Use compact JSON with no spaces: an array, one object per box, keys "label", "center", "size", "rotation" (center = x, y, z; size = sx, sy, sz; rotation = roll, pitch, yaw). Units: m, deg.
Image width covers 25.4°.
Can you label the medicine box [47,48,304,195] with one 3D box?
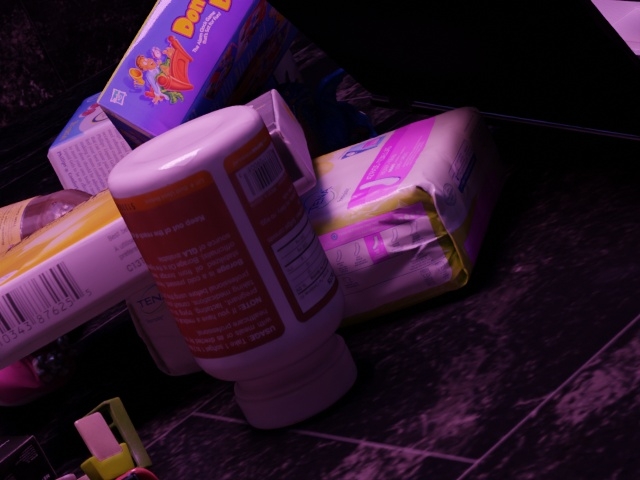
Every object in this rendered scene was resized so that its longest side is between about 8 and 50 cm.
[{"label":"medicine box","center":[-0.164,-0.139,1.789],"size":[0.289,0.149,0.263],"rotation":[-23,17,8]}]

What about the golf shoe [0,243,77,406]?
[{"label":"golf shoe","center":[-0.312,0.107,1.369],"size":[0.140,0.115,0.306],"rotation":[-40,14,5]}]

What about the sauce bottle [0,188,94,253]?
[{"label":"sauce bottle","center":[-0.321,0.003,1.650],"size":[0.344,0.111,0.111],"rotation":[-15,19,33]}]

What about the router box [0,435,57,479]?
[{"label":"router box","center":[-0.310,0.218,1.096],"size":[0.133,0.046,0.179],"rotation":[-8,23,45]}]

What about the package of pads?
[{"label":"package of pads","center":[0.000,0.000,1.222],"size":[0.296,0.101,0.229],"rotation":[-19,16,22]}]

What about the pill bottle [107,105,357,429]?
[{"label":"pill bottle","center":[-0.057,0.022,1.029],"size":[0.121,0.216,0.121],"rotation":[-22,17,7]}]

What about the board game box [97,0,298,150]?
[{"label":"board game box","center":[-0.111,-0.185,1.450],"size":[0.233,0.078,0.347],"rotation":[-59,-3,-6]}]

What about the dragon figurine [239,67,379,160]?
[{"label":"dragon figurine","center":[0.002,-0.144,1.573],"size":[0.085,0.144,0.289],"rotation":[-15,19,28]}]

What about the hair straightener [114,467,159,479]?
[{"label":"hair straightener","center":[-0.204,0.226,0.916],"size":[0.230,0.047,0.089],"rotation":[-25,16,0]}]

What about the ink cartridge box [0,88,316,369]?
[{"label":"ink cartridge box","center":[-0.153,-0.025,1.232],"size":[0.303,0.072,0.307],"rotation":[-31,15,4]}]

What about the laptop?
[{"label":"laptop","center":[0.191,-0.222,1.244],"size":[0.408,0.236,0.382],"rotation":[-35,33,-33]}]

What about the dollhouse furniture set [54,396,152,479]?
[{"label":"dollhouse furniture set","center":[-0.186,0.160,0.987],"size":[0.076,0.059,0.151],"rotation":[-38,-12,36]}]
